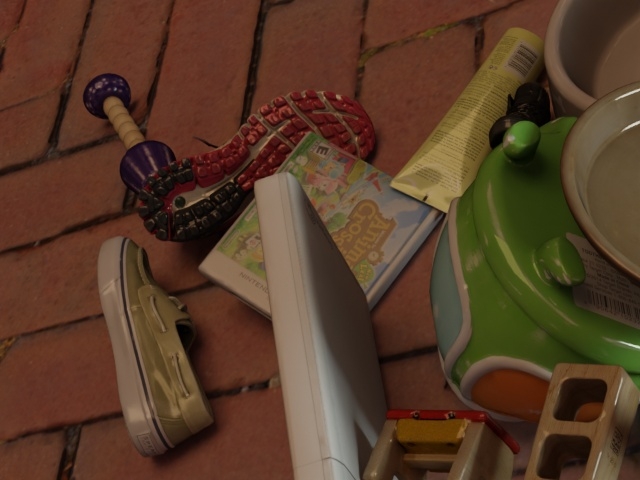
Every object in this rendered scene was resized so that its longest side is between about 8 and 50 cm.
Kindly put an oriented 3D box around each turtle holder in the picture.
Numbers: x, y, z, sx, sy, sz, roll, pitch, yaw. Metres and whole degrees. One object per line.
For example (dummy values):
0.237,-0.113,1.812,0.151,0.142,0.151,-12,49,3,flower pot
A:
0.197,0.021,1.218,0.227,0.243,0.320,-56,51,40,turtle holder

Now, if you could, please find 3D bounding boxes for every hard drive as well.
0.015,0.137,1.232,0.047,0.233,0.353,-19,48,10,hard drive

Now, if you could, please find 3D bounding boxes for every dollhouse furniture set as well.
0.253,0.182,1.077,0.374,0.201,0.152,-4,52,39,dollhouse furniture set

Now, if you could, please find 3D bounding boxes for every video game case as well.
0.000,0.000,1.492,0.193,0.023,0.212,31,73,24,video game case

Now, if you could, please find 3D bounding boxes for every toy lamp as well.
-0.255,-0.135,1.808,0.080,0.080,0.274,-38,39,0,toy lamp

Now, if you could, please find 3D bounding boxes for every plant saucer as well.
0.331,-0.033,1.086,0.278,0.041,0.277,2,47,-2,plant saucer

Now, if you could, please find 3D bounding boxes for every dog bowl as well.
0.394,-0.213,1.398,0.349,0.102,0.348,-19,45,20,dog bowl

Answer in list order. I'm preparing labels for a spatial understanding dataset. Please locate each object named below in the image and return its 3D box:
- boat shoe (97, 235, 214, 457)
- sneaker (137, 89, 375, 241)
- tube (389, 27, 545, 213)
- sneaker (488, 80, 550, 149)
-0.188,0.113,1.534,0.094,0.109,0.302,-18,52,0,boat shoe
-0.078,-0.091,1.622,0.299,0.112,0.120,-22,84,2,sneaker
0.176,-0.135,1.511,0.070,0.062,0.240,-1,51,57,tube
0.216,-0.131,1.422,0.051,0.170,0.089,-5,76,22,sneaker
